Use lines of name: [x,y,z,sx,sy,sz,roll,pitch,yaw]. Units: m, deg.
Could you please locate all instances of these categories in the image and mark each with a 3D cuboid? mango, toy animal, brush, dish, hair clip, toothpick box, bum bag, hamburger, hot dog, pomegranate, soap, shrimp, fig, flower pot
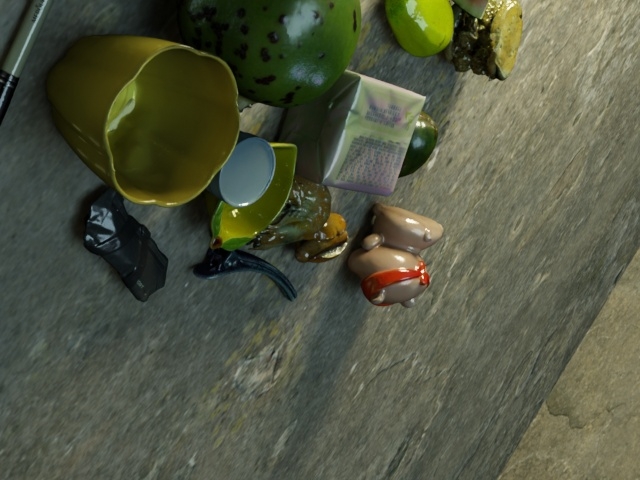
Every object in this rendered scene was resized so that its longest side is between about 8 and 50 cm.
mango: [0.174,-0.389,1.352,0.117,0.089,0.163,-54,142,-13]
toy animal: [0.150,0.038,1.548,0.171,0.171,0.197,18,90,-54]
brush: [-0.345,-0.200,0.890,0.042,0.039,0.299,26,88,-58]
dish: [-0.123,-0.080,1.194,0.207,0.080,0.148,-50,146,-19]
hair clip: [-0.105,0.055,1.331,0.275,0.048,0.083,27,86,-55]
toothpick box: [-0.150,-0.116,1.074,0.101,0.153,0.101,-29,133,-37]
bum bag: [-0.273,0.011,1.098,0.197,0.049,0.087,62,38,-48]
hamburger: [0.309,-0.389,1.494,0.159,0.131,0.185,-66,152,-10]
hot dog: [0.000,-0.002,1.412,0.140,0.060,0.089,-8,114,-44]
pomegranate: [-0.070,-0.276,1.013,0.254,0.254,0.270,5,119,-52]
soap: [0.047,-0.181,1.286,0.199,0.138,0.182,4,107,-51]
shrimp: [-0.061,-0.047,1.307,0.217,0.051,0.115,-24,107,-40]
fig: [0.148,-0.161,1.463,0.117,0.117,0.177,-10,130,-47]
flower pot: [-0.222,-0.159,0.937,0.195,0.179,0.195,-30,135,-36]

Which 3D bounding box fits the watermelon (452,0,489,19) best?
watermelon: [0.252,-0.502,1.371,0.137,0.146,0.192,82,26,-80]
